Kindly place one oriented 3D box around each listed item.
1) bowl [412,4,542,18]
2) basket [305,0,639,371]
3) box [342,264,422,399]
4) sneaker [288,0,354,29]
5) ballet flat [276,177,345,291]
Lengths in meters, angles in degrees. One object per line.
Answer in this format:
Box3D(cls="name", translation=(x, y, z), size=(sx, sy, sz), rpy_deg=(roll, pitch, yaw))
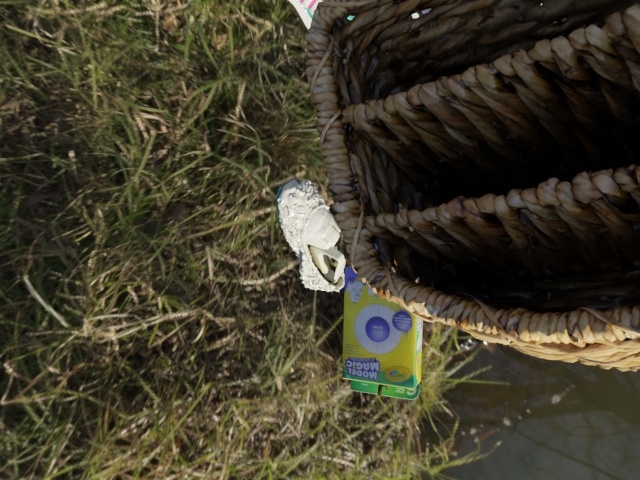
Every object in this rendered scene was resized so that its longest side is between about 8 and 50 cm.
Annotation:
Box3D(cls="bowl", translation=(0.277, -0.396, 0.982), size=(0.134, 0.298, 0.298), rpy_deg=(-33, 100, -10))
Box3D(cls="basket", translation=(0.139, -0.049, 0.355), size=(0.223, 0.299, 0.214), rpy_deg=(30, 64, -40))
Box3D(cls="box", translation=(0.083, 0.125, 0.815), size=(0.105, 0.043, 0.179), rpy_deg=(3, 97, 23))
Box3D(cls="sneaker", translation=(0.004, -0.603, 1.410), size=(0.178, 0.295, 0.124), rpy_deg=(-13, 61, 28))
Box3D(cls="ballet flat", translation=(0.000, 0.000, 1.547), size=(0.147, 0.147, 0.409), rpy_deg=(-18, 143, -1))
